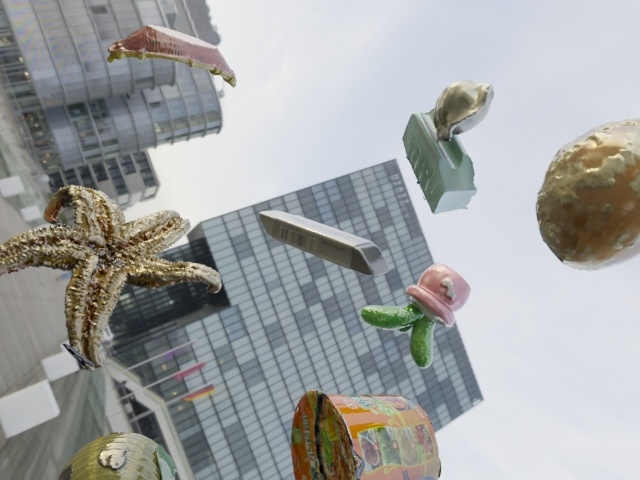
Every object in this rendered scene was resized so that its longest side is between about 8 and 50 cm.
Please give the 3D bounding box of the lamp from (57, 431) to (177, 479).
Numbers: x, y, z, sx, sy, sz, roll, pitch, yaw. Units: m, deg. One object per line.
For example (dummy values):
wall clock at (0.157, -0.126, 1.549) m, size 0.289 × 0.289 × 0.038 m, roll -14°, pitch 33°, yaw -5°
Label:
lamp at (-0.434, 0.545, 0.971) m, size 0.284 × 0.250 × 0.250 m, roll -167°, pitch -122°, yaw -77°

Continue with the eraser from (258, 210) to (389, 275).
eraser at (0.000, 0.000, 1.086) m, size 0.352 × 0.089 × 0.061 m, roll 20°, pitch -73°, yaw 33°

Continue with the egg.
egg at (0.450, -0.067, 0.730) m, size 0.203 × 0.204 × 0.245 m, roll 37°, pitch -72°, yaw 48°

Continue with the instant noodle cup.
instant noodle cup at (0.077, 0.363, 0.790) m, size 0.230 × 0.183 × 0.230 m, roll -12°, pitch -103°, yaw 62°

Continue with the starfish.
starfish at (-0.306, 0.039, 0.691) m, size 0.113 × 0.312 × 0.303 m, roll 119°, pitch -22°, yaw -43°

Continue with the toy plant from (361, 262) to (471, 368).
toy plant at (0.372, 0.246, 1.739) m, size 0.317 × 0.356 × 0.210 m, roll 42°, pitch -2°, yaw 1°

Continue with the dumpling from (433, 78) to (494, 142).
dumpling at (0.292, -0.273, 0.996) m, size 0.108 × 0.127 × 0.188 m, roll 41°, pitch -13°, yaw -10°

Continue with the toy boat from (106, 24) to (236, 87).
toy boat at (-0.332, -0.438, 1.104) m, size 0.141 × 0.318 × 0.099 m, roll 49°, pitch -53°, yaw 36°

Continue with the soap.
soap at (0.285, -0.186, 1.128) m, size 0.145 × 0.091 × 0.230 m, roll 95°, pitch -22°, yaw -65°
